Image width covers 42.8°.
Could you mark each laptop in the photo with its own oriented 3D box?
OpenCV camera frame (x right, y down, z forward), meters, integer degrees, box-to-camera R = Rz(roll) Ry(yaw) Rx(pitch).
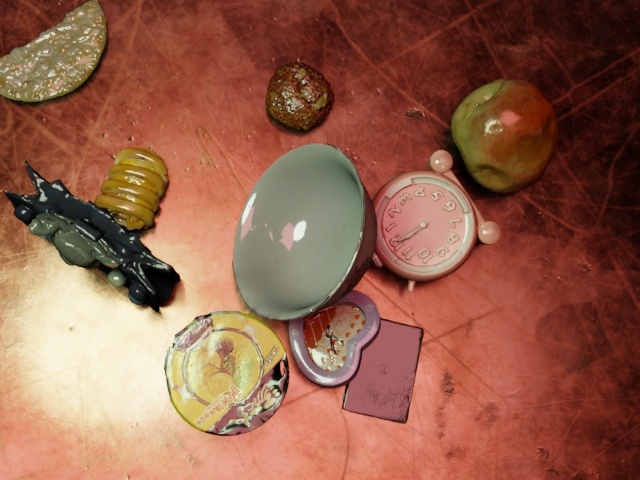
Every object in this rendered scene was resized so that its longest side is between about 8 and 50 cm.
[{"bbox_3d":[0.126,0.254,1.623,0.135,0.016,0.197,15,77,-4],"label":"laptop"}]

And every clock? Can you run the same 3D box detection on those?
[{"bbox_3d":[0.201,-0.027,1.641,0.241,0.142,0.227,-34,87,-2],"label":"clock"},{"bbox_3d":[0.017,0.184,1.597,0.172,0.064,0.198,25,74,16],"label":"clock"}]

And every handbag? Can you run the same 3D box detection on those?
[{"bbox_3d":[-0.414,0.004,1.483,0.325,0.269,0.118,33,77,2],"label":"handbag"}]

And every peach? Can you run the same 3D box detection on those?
[{"bbox_3d":[0.381,-0.207,1.674,0.214,0.214,0.236,-34,119,-13],"label":"peach"}]

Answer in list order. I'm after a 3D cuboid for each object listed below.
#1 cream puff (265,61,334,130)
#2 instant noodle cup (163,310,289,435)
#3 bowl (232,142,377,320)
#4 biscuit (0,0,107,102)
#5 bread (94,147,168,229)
[{"bbox_3d":[-0.041,-0.304,1.696,0.148,0.084,0.149,1,79,-7],"label":"cream puff"},{"bbox_3d":[-0.169,0.246,1.473,0.215,0.236,0.216,2,76,-7],"label":"instant noodle cup"},{"bbox_3d":[0.000,0.000,1.562,0.157,0.345,0.346,22,70,-44],"label":"bowl"},{"bbox_3d":[-0.539,-0.367,1.673,0.289,0.038,0.141,-38,85,-12],"label":"biscuit"},{"bbox_3d":[-0.371,-0.104,1.611,0.119,0.084,0.177,17,71,-3],"label":"bread"}]
